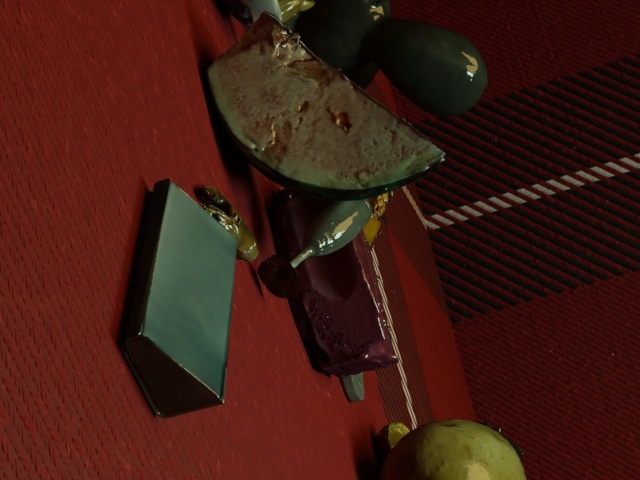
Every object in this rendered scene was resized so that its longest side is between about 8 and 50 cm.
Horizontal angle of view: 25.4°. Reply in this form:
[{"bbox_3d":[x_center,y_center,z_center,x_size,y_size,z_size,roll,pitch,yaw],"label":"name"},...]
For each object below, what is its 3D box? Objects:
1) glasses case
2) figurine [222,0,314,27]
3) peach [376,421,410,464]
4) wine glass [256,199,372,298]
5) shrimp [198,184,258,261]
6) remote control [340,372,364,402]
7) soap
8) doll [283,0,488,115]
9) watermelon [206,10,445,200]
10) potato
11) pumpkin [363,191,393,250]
[{"bbox_3d":[-0.136,0.051,1.315,0.105,0.056,0.266,42,23,-23],"label":"glasses case"},{"bbox_3d":[-0.112,-0.406,1.987,0.194,0.133,0.274,52,1,38],"label":"figurine"},{"bbox_3d":[0.116,0.329,2.210,0.077,0.050,0.083,10,51,-53],"label":"peach"},{"bbox_3d":[0.000,0.000,1.812,0.198,0.066,0.066,-42,119,-46],"label":"wine glass"},{"bbox_3d":[-0.107,-0.030,1.591,0.162,0.045,0.095,45,29,-66],"label":"shrimp"},{"bbox_3d":[0.043,0.155,2.187,0.245,0.022,0.077,-92,164,-55],"label":"remote control"},{"bbox_3d":[0.014,0.037,1.976,0.182,0.112,0.289,51,23,-72],"label":"soap"},{"bbox_3d":[0.071,-0.290,2.293,0.378,0.252,0.382,44,3,8],"label":"doll"},{"bbox_3d":[0.004,-0.143,1.822,0.305,0.180,0.224,36,30,8],"label":"watermelon"},{"bbox_3d":[0.180,0.383,2.054,0.242,0.242,0.285,47,54,-69],"label":"potato"},{"bbox_3d":[0.031,-0.029,2.260,0.111,0.163,0.278,29,35,-3],"label":"pumpkin"}]
